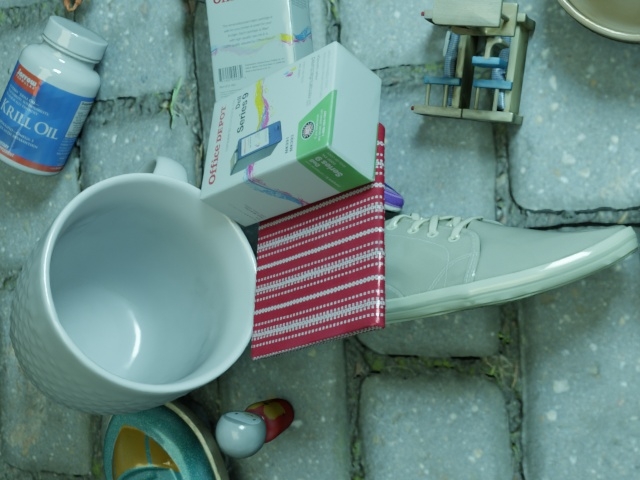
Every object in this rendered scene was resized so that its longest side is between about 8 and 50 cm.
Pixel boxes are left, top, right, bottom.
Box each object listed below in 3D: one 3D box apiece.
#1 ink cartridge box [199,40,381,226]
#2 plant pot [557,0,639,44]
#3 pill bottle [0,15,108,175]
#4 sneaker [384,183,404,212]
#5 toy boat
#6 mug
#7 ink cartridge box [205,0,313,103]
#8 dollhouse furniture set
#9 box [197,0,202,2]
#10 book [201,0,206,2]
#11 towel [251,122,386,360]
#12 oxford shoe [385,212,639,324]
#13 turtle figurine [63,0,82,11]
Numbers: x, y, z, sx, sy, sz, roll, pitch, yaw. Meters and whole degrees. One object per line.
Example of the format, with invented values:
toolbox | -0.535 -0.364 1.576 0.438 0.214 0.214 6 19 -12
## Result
ink cartridge box | -0.038 -0.124 1.059 0.212 0.093 0.154 -19 54 38
plant pot | 0.369 -0.330 0.948 0.237 0.110 0.237 2 95 24
pill bottle | -0.408 -0.219 1.300 0.124 0.124 0.221 34 106 19
sneaker | 0.054 -0.105 1.131 0.071 0.068 0.170 -43 75 15
toy boat | -0.185 0.312 1.219 0.318 0.148 0.267 -34 79 23
mug | -0.265 0.055 1.177 0.328 0.276 0.374 -33 41 54
ink cartridge box | -0.079 -0.262 1.175 0.128 0.072 0.175 -4 91 24
dollhouse furniture set | 0.162 -0.210 1.008 0.129 0.184 0.129 9 97 24
box | -0.202 -0.469 1.240 0.136 0.036 0.225 -46 74 20
book | -0.123 -0.390 1.175 0.144 0.096 0.035 -47 71 21
towel | 0.000 0.000 1.045 0.199 0.031 0.274 -20 55 36
oxford shoe | 0.146 0.024 1.047 0.450 0.169 0.130 -12 87 30
turtle figurine | -0.360 -0.491 1.258 0.217 0.087 0.269 -13 85 39
